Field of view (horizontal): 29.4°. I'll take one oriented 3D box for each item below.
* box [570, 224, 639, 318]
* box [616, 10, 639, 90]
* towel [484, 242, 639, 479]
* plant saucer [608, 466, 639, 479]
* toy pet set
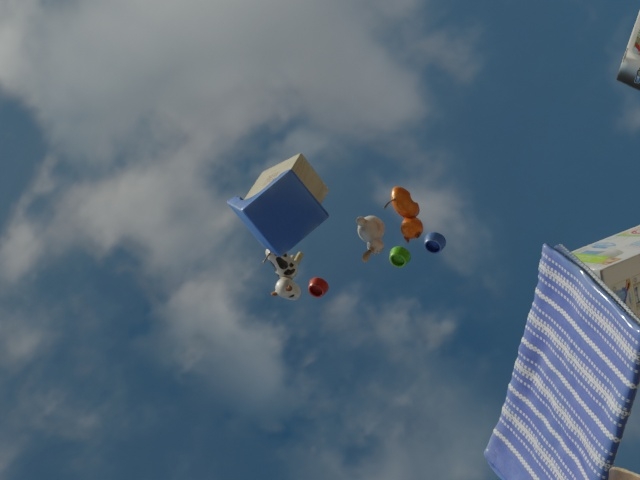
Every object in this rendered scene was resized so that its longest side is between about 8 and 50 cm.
[{"bbox_3d":[0.424,0.055,1.679,0.203,0.114,0.103,-18,-76,-30],"label":"box"},{"bbox_3d":[0.381,-0.157,1.106,0.207,0.114,0.036,32,-140,26],"label":"box"},{"bbox_3d":[0.296,0.200,1.508,0.040,0.243,0.336,1,-65,-19],"label":"towel"},{"bbox_3d":[0.316,0.261,0.816,0.310,0.310,0.050,36,-98,-9],"label":"plant saucer"},{"bbox_3d":[0.000,0.000,0.827,0.114,0.122,0.065,51,-141,-19],"label":"toy pet set"}]
